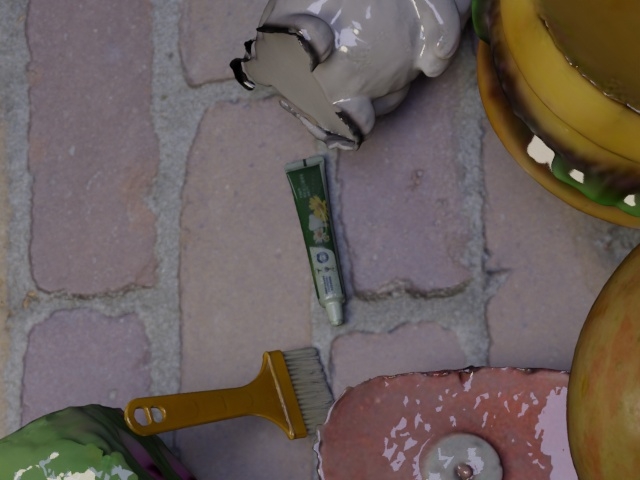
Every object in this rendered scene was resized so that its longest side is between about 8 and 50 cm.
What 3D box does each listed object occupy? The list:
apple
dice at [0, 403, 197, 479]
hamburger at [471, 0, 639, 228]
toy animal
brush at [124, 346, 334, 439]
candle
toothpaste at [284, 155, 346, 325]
[{"bbox_3d":[0.425,0.150,1.549,0.391,0.391,0.347,15,92,15],"label":"apple"},{"bbox_3d":[-0.247,0.375,1.671,0.318,0.322,0.330,-40,73,0],"label":"dice"},{"bbox_3d":[0.345,-0.199,1.687,0.395,0.277,0.396,2,66,-5],"label":"hamburger"},{"bbox_3d":[0.086,-0.280,1.853,0.357,0.194,0.258,-44,47,-17],"label":"toy animal"},{"bbox_3d":[-0.095,0.174,1.748,0.013,0.272,0.103,-37,66,45],"label":"brush"},{"bbox_3d":[0.162,0.247,1.720,0.317,0.131,0.287,40,80,9],"label":"candle"},{"bbox_3d":[0.000,0.000,1.863,0.049,0.031,0.204,-14,72,7],"label":"toothpaste"}]
